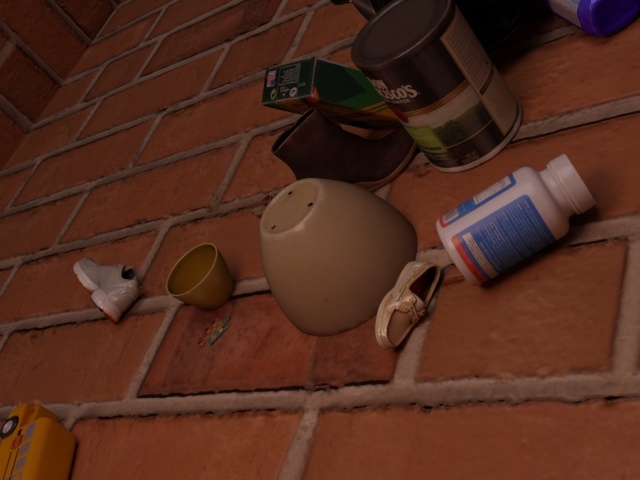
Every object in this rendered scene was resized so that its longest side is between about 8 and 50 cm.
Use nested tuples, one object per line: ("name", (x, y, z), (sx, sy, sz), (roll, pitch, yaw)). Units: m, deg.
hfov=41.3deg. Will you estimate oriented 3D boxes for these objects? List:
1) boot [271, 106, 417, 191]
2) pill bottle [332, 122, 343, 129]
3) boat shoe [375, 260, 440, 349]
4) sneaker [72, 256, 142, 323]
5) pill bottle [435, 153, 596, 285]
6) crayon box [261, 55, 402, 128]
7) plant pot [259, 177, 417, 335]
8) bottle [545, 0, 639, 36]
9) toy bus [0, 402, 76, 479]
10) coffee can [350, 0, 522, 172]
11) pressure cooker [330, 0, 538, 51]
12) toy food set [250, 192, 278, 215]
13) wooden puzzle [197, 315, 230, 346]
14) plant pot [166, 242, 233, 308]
("boot", (0.053, -0.184, 1.643), (0.248, 0.207, 0.090), (-40, 33, 4))
("pill bottle", (0.000, -0.200, 1.808), (0.108, 0.108, 0.180), (-27, 35, 23))
("boat shoe", (0.142, 0.099, 1.360), (0.059, 0.063, 0.170), (-10, 44, 48))
("sneaker", (-0.497, 0.096, 2.021), (0.121, 0.099, 0.262), (-40, 40, -10))
("pill bottle", (0.299, -0.035, 1.294), (0.221, 0.124, 0.124), (-32, 34, 16))
("crayon box", (0.070, -0.282, 1.691), (0.202, 0.319, 0.081), (6, 89, 59))
("plant pot", (0.000, 0.000, 1.506), (0.284, 0.191, 0.284), (-28, 35, 22))
("bottle", (0.493, -0.480, 1.623), (0.118, 0.092, 0.283), (-33, 34, 6))
("toy bus", (-0.564, 0.462, 1.643), (0.130, 0.108, 0.332), (-29, 35, 19))
("coffee can", (0.213, -0.286, 1.529), (0.201, 0.275, 0.201), (-28, 36, 22))
("pressure cooker", (0.234, -0.584, 1.741), (0.375, 0.370, 0.420), (-62, 20, 16))
("toy food set", (-0.101, -0.076, 1.857), (0.078, 0.019, 0.122), (-49, 26, -11))
("wooden puzzle", (-0.211, 0.180, 1.689), (0.083, 0.006, 0.049), (-48, 33, -8))
("plant pot", (-0.234, 0.086, 1.739), (0.134, 0.095, 0.134), (-27, 37, 23))
